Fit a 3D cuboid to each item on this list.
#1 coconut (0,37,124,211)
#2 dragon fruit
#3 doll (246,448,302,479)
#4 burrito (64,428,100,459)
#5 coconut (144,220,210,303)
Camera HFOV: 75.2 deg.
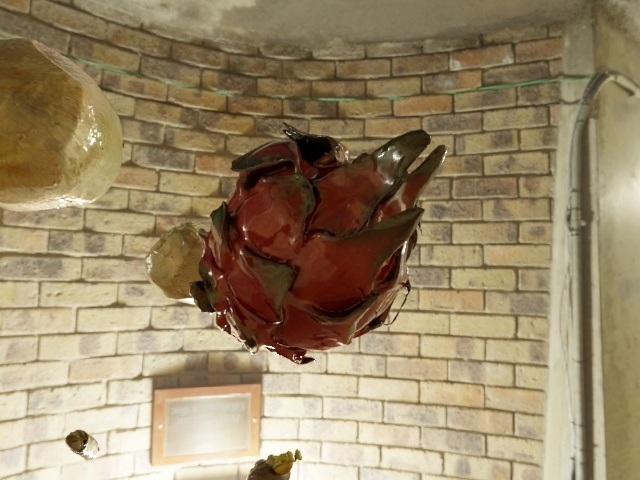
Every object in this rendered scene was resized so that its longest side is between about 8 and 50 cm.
[{"bbox_3d":[-0.692,-0.265,0.965,0.403,0.406,0.404,1,175,0],"label":"coconut"},{"bbox_3d":[0.000,0.000,0.395,0.274,0.192,0.193,-32,131,8],"label":"dragon fruit"},{"bbox_3d":[-0.125,0.650,1.174,0.188,0.096,0.145,-36,146,-1],"label":"doll"},{"bbox_3d":[-0.690,0.593,1.206,0.082,0.059,0.275,31,144,-5],"label":"burrito"},{"bbox_3d":[-0.291,0.055,0.945,0.194,0.195,0.194,1,175,0],"label":"coconut"}]
